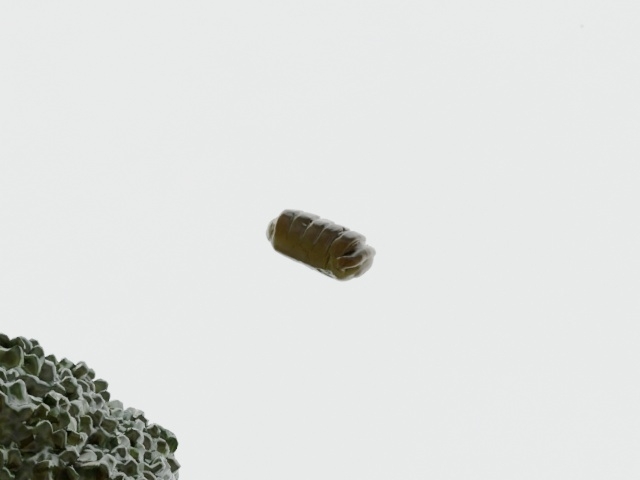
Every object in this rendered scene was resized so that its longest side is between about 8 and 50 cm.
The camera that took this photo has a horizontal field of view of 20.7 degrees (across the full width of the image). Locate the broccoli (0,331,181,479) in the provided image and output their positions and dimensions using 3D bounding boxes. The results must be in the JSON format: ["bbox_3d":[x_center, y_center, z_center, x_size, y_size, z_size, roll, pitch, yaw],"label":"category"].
[{"bbox_3d":[-0.152,0.191,0.915,0.235,0.260,0.288,-7,-117,-27],"label":"broccoli"}]

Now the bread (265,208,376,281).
[{"bbox_3d":[0.000,0.000,1.322,0.088,0.049,0.034,26,-54,22],"label":"bread"}]
